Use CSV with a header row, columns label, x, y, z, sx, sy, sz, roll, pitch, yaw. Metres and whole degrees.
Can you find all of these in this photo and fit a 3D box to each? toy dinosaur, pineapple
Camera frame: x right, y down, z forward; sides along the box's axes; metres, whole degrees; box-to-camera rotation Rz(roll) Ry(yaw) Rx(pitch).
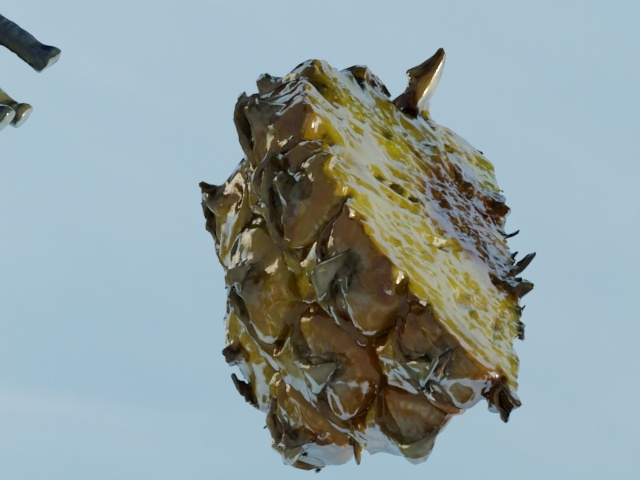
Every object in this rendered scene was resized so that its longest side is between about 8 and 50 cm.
label,x,y,z,sx,sy,sz,roll,pitch,yaw
toy dinosaur,-0.260,-0.139,1.230,0.188,0.247,0.075,45,-109,-1
pineapple,-0.003,0.004,0.950,0.161,0.334,0.158,35,-64,-14
